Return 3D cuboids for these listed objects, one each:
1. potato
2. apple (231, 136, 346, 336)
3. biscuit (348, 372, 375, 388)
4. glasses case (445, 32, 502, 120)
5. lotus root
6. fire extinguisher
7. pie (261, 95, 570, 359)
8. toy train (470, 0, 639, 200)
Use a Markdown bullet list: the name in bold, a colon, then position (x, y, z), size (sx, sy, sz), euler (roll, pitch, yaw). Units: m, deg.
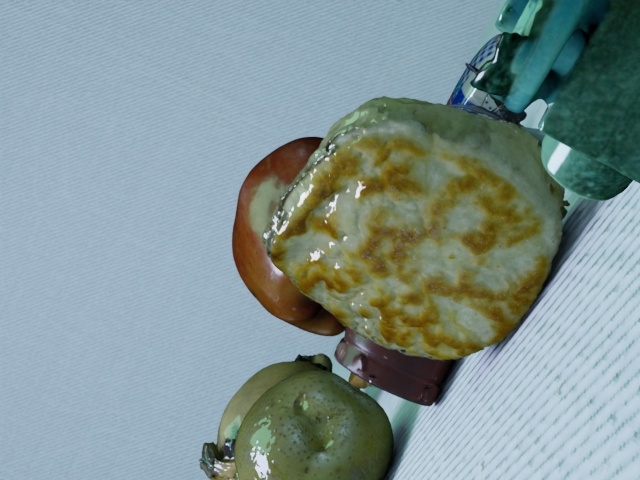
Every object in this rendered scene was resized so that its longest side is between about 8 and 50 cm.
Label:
- **potato**: position (-0.009, 0.214, 0.866), size (0.194, 0.157, 0.157), euler (92, -161, -53)
- **apple**: position (0.001, 0.001, 1.087), size (0.234, 0.234, 0.234), euler (25, -90, -89)
- **biscuit**: position (0.096, 0.093, 1.161), size (0.339, 0.047, 0.216), euler (143, 150, -83)
- **glasses case**: position (0.189, -0.134, 1.262), size (0.125, 0.076, 0.328), euler (-66, 0, -56)
- **lotus root**: position (-0.040, 0.243, 1.179), size (0.183, 0.182, 0.310), euler (-65, -4, 23)
- **fire extinguisher**: position (0.104, -0.006, 0.752), size (0.105, 0.104, 0.269), euler (-49, -16, -87)
- **pie**: position (0.062, -0.006, 0.600), size (0.205, 0.178, 0.084), euler (-57, 10, 40)
- **toy train**: position (0.150, -0.115, 0.345), size (0.163, 0.112, 0.203), euler (-55, -7, -44)
